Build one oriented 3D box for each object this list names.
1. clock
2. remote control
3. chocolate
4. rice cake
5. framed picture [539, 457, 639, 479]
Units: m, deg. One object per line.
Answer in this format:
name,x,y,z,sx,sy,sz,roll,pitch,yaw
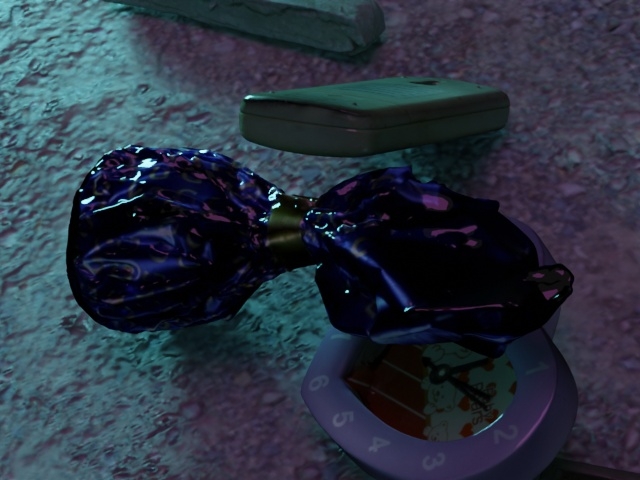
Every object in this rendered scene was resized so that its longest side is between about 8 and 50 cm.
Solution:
clock,0.075,0.083,1.058,0.172,0.064,0.198,-21,44,20
remote control,0.040,-0.085,1.147,0.098,0.038,0.233,11,14,27
chocolate,0.004,0.003,1.051,0.343,0.126,0.148,3,14,36
rice cake,-0.063,-0.188,1.346,0.245,0.042,0.045,15,42,25
framed picture,0.224,0.218,0.943,0.250,0.016,0.184,7,52,19
